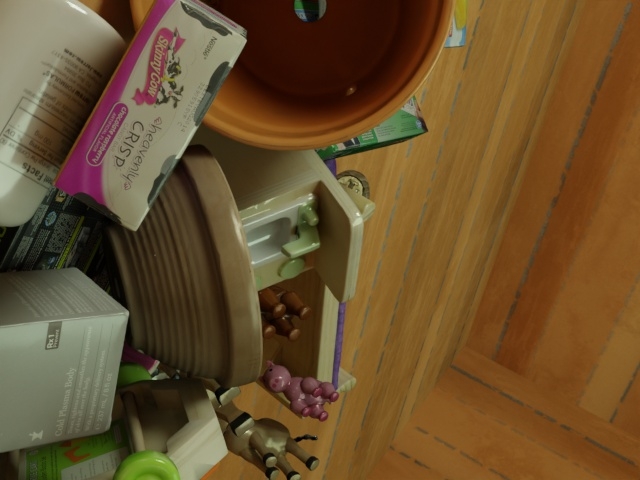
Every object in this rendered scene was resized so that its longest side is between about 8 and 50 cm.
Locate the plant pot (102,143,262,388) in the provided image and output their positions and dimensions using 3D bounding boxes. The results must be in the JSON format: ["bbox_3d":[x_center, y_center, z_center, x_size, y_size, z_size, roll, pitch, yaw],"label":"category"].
[{"bbox_3d":[-0.142,0.033,1.036,0.110,0.237,0.237,-13,141,-16],"label":"plant pot"}]

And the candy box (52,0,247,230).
[{"bbox_3d":[-0.125,-0.111,0.848,0.159,0.071,0.233,-59,-170,8],"label":"candy box"}]

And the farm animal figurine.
[{"bbox_3d":[-0.146,0.197,1.437,0.327,0.172,0.330,-21,127,-33],"label":"farm animal figurine"}]

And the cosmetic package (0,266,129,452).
[{"bbox_3d":[-0.289,0.101,0.880,0.238,0.107,0.127,-8,119,-44],"label":"cosmetic package"}]

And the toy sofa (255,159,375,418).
[{"bbox_3d":[-0.007,0.064,1.567,0.177,0.150,0.362,-31,141,-35],"label":"toy sofa"}]

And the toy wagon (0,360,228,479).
[{"bbox_3d":[-0.262,0.215,0.991,0.267,0.344,0.068,-140,-148,-72],"label":"toy wagon"}]

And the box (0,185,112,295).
[{"bbox_3d":[-0.257,0.002,1.035,0.270,0.060,0.216,-63,163,4],"label":"box"}]

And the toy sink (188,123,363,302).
[{"bbox_3d":[-0.072,-0.033,1.175,0.131,0.234,0.152,-23,147,-20],"label":"toy sink"}]

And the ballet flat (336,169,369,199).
[{"bbox_3d":[0.000,0.000,1.720,0.250,0.084,0.058,-58,173,4],"label":"ballet flat"}]

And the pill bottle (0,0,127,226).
[{"bbox_3d":[-0.254,-0.080,0.804,0.229,0.131,0.131,-61,162,-5],"label":"pill bottle"}]

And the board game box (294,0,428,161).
[{"bbox_3d":[0.026,-0.212,1.315,0.046,0.213,0.317,-22,179,26],"label":"board game box"}]

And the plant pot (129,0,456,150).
[{"bbox_3d":[-0.017,-0.236,1.047,0.203,0.291,0.291,-53,167,-81],"label":"plant pot"}]

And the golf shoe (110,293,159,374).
[{"bbox_3d":[-0.265,0.170,1.206,0.306,0.115,0.140,-50,169,-13],"label":"golf shoe"}]

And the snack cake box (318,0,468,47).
[{"bbox_3d":[0.083,-0.348,1.194,0.089,0.152,0.264,-25,119,-64],"label":"snack cake box"}]
